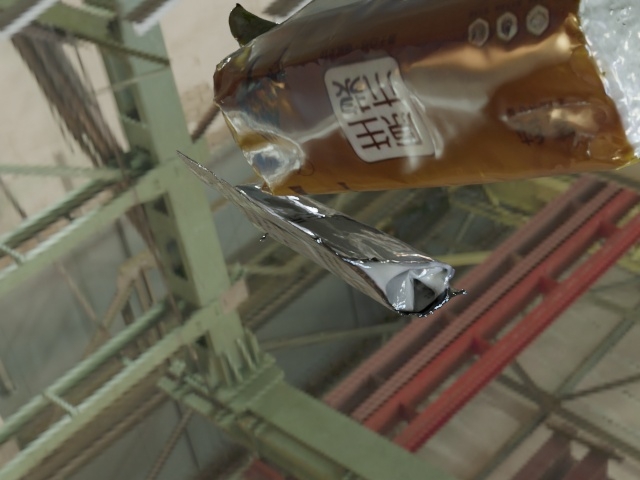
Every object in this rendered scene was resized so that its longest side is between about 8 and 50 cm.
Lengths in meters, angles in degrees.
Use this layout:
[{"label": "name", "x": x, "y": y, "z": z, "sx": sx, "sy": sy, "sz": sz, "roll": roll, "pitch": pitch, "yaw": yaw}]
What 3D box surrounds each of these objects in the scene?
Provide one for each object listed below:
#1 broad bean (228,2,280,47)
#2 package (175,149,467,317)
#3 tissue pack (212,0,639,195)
[{"label": "broad bean", "x": 0.047, "y": -0.162, "z": 1.163, "sx": 0.339, "sy": 0.061, "sz": 0.077, "roll": 31, "pitch": -94, "yaw": 21}, {"label": "package", "x": 0.000, "y": 0.000, "z": 1.062, "sx": 0.204, "sy": 0.251, "sz": 0.062, "roll": 27, "pitch": -86, "yaw": 39}, {"label": "tissue pack", "x": 0.083, "y": -0.097, "z": 0.513, "sx": 0.226, "sy": 0.092, "sz": 0.183, "roll": 1, "pitch": -146, "yaw": 49}]
